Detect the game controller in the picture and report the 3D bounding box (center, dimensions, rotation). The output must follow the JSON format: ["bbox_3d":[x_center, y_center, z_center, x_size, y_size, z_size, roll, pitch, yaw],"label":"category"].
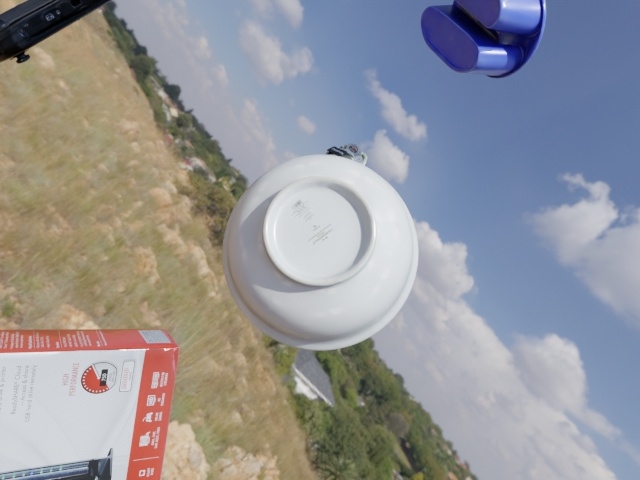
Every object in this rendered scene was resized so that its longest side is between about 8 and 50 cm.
[{"bbox_3d":[-0.413,-0.375,0.744,0.167,0.319,0.067,-1,-47,44],"label":"game controller"}]

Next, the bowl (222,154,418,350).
[{"bbox_3d":[0.000,0.000,0.624,0.297,0.298,0.134,51,-8,9],"label":"bowl"}]

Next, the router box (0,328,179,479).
[{"bbox_3d":[-0.350,0.278,0.541,0.302,0.334,0.082,6,5,-33],"label":"router box"}]

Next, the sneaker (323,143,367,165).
[{"bbox_3d":[0.054,-0.250,1.441,0.122,0.146,0.331,40,21,14],"label":"sneaker"}]

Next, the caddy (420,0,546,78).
[{"bbox_3d":[0.417,-0.570,1.168,0.241,0.180,0.341,107,-34,-47],"label":"caddy"}]
